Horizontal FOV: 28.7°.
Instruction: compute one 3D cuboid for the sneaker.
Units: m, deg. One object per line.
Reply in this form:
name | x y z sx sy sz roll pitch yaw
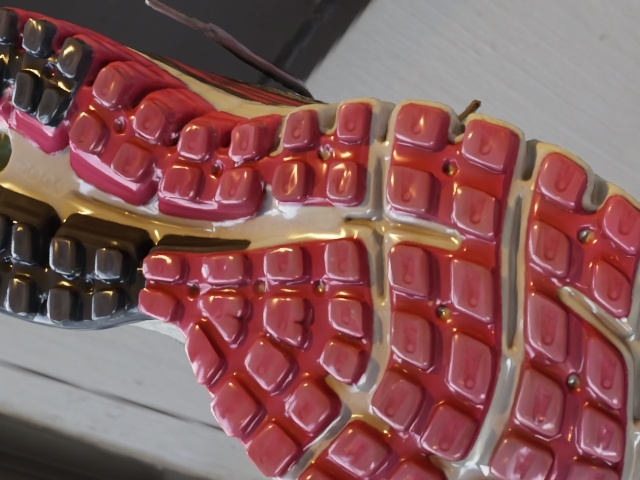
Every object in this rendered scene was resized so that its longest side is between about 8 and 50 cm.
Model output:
sneaker | 0.000 0.000 0.393 0.299 0.112 0.121 27 102 25
